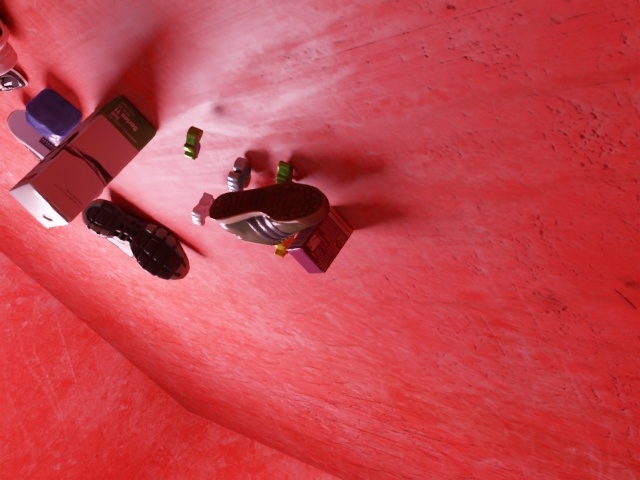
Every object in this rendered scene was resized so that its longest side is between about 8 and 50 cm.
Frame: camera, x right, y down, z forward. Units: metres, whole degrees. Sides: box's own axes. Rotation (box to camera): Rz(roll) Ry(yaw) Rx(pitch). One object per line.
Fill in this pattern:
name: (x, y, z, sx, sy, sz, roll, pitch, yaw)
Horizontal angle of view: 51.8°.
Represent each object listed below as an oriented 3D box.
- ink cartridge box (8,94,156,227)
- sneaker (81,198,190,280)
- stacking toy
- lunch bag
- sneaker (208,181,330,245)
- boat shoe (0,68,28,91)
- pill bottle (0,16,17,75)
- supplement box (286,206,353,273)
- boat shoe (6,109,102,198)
ink cartridge box: (-0.388, -0.126, 1.072, 0.153, 0.208, 0.087, -3, 134, 53)
sneaker: (-0.396, -0.004, 1.458, 0.267, 0.101, 0.106, 35, 174, 4)
stacking toy: (-0.119, -0.074, 1.012, 0.167, 0.052, 0.221, 20, 145, 11)
lunch bag: (-0.488, -0.223, 1.196, 0.098, 0.067, 0.065, 41, 154, -9)
sneaker: (-0.060, -0.031, 0.936, 0.192, 0.064, 0.086, -1, 149, 30)
boat shoe: (-0.593, -0.298, 1.230, 0.125, 0.038, 0.046, 17, 149, 34)
pill bottle: (-0.556, -0.344, 1.038, 0.094, 0.094, 0.169, 21, 151, 28)
supplement box: (0.000, 0.000, 0.953, 0.055, 0.083, 0.043, 48, 152, -23)
boat shoe: (-0.538, -0.173, 1.343, 0.228, 0.080, 0.076, 42, 172, -20)
